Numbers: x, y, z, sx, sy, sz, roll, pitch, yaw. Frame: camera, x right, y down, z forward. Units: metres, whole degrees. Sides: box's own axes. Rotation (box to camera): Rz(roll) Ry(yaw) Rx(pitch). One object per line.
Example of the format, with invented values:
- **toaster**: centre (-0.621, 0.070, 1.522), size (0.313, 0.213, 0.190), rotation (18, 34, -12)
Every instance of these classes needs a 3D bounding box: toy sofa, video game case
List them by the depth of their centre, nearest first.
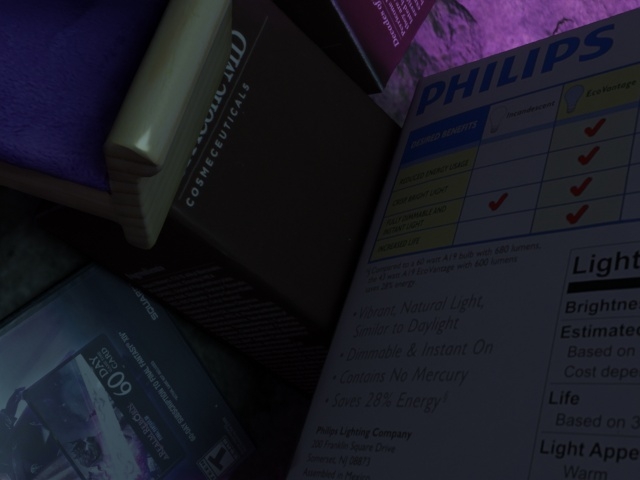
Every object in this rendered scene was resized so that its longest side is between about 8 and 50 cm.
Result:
- **toy sofa**: centre (-0.226, -0.139, 0.407), size (0.362, 0.177, 0.150), rotation (17, 65, 0)
- **video game case**: centre (-0.186, 0.152, 0.559), size (0.274, 0.026, 0.196), rotation (-40, 104, -39)

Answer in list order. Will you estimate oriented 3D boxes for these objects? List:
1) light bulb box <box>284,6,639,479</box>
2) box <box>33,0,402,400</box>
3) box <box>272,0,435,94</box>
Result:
- **light bulb box**: centre (0.209, 0.060, 0.496), size (0.225, 0.358, 0.361), rotation (40, 57, -33)
- **box**: centre (0.000, 0.000, 0.655), size (0.381, 0.143, 0.191), rotation (37, 58, -29)
- **box**: centre (-0.012, -0.238, 0.685), size (0.167, 0.168, 0.203), rotation (55, 50, -35)
